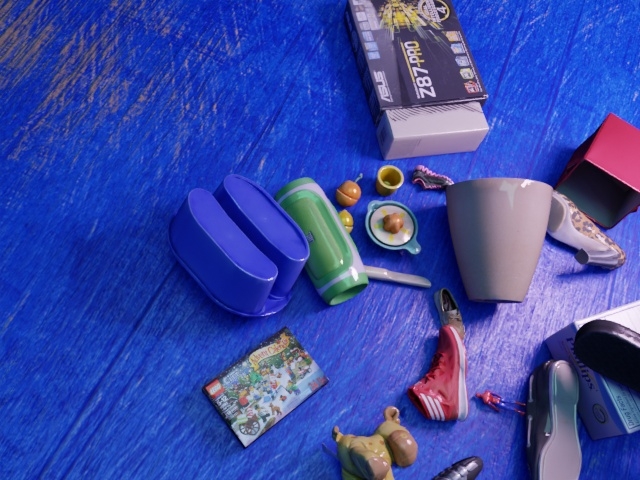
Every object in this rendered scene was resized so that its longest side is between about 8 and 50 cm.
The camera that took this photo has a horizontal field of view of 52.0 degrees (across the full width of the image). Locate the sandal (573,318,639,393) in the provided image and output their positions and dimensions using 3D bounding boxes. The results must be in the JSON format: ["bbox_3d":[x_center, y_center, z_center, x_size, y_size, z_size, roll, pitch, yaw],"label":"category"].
[{"bbox_3d":[0.760,0.284,1.389,0.445,0.167,0.107,32,47,4],"label":"sandal"}]

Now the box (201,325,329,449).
[{"bbox_3d":[-0.120,0.319,1.439,0.233,0.044,0.159,-35,76,-22],"label":"box"}]

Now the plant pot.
[{"bbox_3d":[0.428,0.012,1.589,0.256,0.256,0.274,4,82,-8],"label":"plant pot"}]

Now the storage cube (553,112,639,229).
[{"bbox_3d":[0.773,-0.182,1.751,0.215,0.184,0.193,33,63,7],"label":"storage cube"}]

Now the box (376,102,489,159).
[{"bbox_3d":[0.298,-0.293,1.758,0.275,0.113,0.094,-7,66,-15],"label":"box"}]

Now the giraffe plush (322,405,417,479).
[{"bbox_3d":[0.130,0.453,1.379,0.170,0.181,0.210,-19,35,-28],"label":"giraffe plush"}]

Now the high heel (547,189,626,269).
[{"bbox_3d":[0.698,-0.032,1.744,0.186,0.093,0.261,5,50,-32],"label":"high heel"}]

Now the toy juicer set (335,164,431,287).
[{"bbox_3d":[0.140,-0.028,1.620,0.209,0.089,0.329,-9,68,-14],"label":"toy juicer set"}]

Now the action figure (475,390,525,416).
[{"bbox_3d":[0.414,0.375,1.517,0.115,0.030,0.038,20,60,0],"label":"action figure"}]

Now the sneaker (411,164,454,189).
[{"bbox_3d":[0.295,-0.151,1.732,0.119,0.047,0.057,25,70,10],"label":"sneaker"}]

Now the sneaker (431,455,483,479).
[{"bbox_3d":[0.275,0.567,1.383,0.228,0.086,0.132,-32,79,-11],"label":"sneaker"}]

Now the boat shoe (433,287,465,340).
[{"bbox_3d":[0.313,0.178,1.580,0.050,0.045,0.135,-18,70,-17],"label":"boat shoe"}]

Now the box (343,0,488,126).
[{"bbox_3d":[0.263,-0.525,1.866,0.318,0.097,0.395,-8,68,-10],"label":"box"}]

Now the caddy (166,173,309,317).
[{"bbox_3d":[-0.191,0.017,1.497,0.341,0.179,0.241,48,43,12],"label":"caddy"}]

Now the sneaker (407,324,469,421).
[{"bbox_3d":[0.262,0.300,1.494,0.128,0.087,0.221,1,64,-11],"label":"sneaker"}]

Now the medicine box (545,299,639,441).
[{"bbox_3d":[0.733,0.294,1.544,0.289,0.149,0.263,-14,69,-16],"label":"medicine box"}]

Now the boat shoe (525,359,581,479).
[{"bbox_3d":[0.518,0.438,1.484,0.112,0.095,0.335,20,67,-16],"label":"boat shoe"}]

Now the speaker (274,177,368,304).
[{"bbox_3d":[0.000,0.000,1.562,0.131,0.131,0.296,-22,71,-18],"label":"speaker"}]
